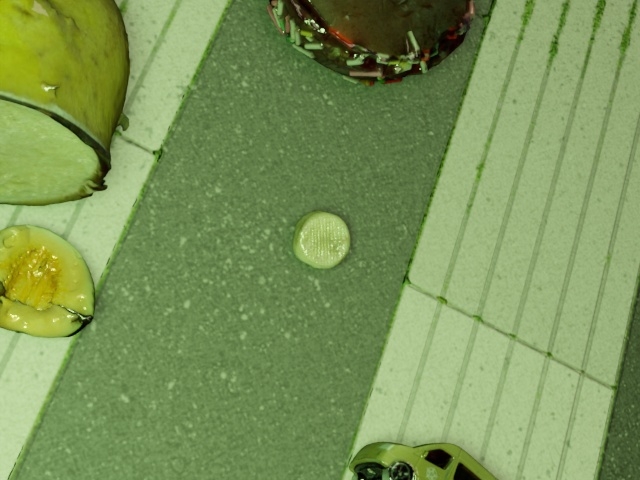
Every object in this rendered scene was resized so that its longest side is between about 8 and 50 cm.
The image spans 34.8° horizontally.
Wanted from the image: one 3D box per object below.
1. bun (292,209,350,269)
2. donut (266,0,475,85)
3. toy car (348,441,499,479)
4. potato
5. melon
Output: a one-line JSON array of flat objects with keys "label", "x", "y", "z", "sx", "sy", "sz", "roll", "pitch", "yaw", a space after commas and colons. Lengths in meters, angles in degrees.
[{"label": "bun", "x": 0.000, "y": 0.000, "z": 1.436, "sx": 0.086, "sy": 0.055, "sz": 0.086, "roll": 1, "pitch": 85, "yaw": -16}, {"label": "donut", "x": 0.051, "y": -0.365, "z": 1.526, "sx": 0.345, "sy": 0.136, "sz": 0.259, "roll": 39, "pitch": 64, "yaw": -9}, {"label": "toy car", "x": 0.165, "y": 0.342, "z": 1.382, "sx": 0.257, "sy": 0.101, "sz": 0.124, "roll": 42, "pitch": 57, "yaw": -10}, {"label": "potato", "x": -0.411, "y": -0.223, "z": 1.199, "sx": 0.397, "sy": 0.290, "sz": 0.296, "roll": 15, "pitch": 61, "yaw": -29}, {"label": "melon", "x": -0.351, "y": 0.051, "z": 1.248, "sx": 0.160, "sy": 0.079, "sz": 0.128, "roll": 25, "pitch": 47, "yaw": -16}]
